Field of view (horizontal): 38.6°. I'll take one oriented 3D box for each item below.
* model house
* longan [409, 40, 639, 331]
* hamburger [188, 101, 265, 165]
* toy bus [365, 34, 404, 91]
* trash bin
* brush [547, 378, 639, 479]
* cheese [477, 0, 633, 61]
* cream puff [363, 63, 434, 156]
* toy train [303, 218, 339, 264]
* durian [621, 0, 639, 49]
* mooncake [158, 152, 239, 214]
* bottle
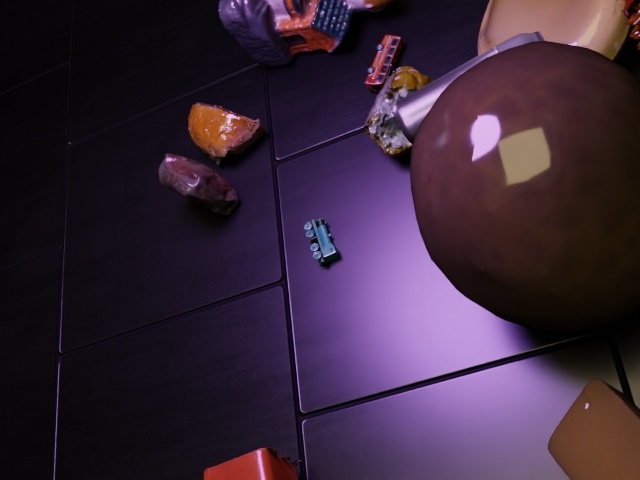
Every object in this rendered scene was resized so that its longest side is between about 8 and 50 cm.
[{"bbox_3d":[-0.004,-0.489,1.730,0.300,0.190,0.272,5,66,30],"label":"model house"},{"bbox_3d":[0.312,-0.077,1.256,0.404,0.336,0.405,4,68,-9],"label":"longan"},{"bbox_3d":[-0.198,-0.205,1.753,0.176,0.087,0.102,18,74,32],"label":"hamburger"},{"bbox_3d":[0.118,-0.324,1.675,0.043,0.031,0.110,13,72,26],"label":"toy bus"},{"bbox_3d":[-0.075,0.430,1.311,0.184,0.161,0.239,-22,53,17],"label":"trash bin"},{"bbox_3d":[0.377,0.274,1.146,0.123,0.059,0.197,-58,26,12],"label":"brush"},{"bbox_3d":[0.400,-0.409,1.502,0.259,0.128,0.316,8,68,34],"label":"cheese"},{"bbox_3d":[0.152,-0.214,1.552,0.156,0.156,0.121,-3,22,28],"label":"cream puff"},{"bbox_3d":[0.000,0.000,1.573,0.045,0.029,0.092,-23,55,8],"label":"toy train"},{"bbox_3d":[0.593,-0.368,1.263,0.347,0.348,0.384,20,64,35],"label":"durian"},{"bbox_3d":[-0.226,-0.106,1.689,0.125,0.130,0.073,29,95,35],"label":"mooncake"},{"bbox_3d":[0.236,-0.240,1.422,0.253,0.079,0.096,-28,25,15],"label":"bottle"}]
